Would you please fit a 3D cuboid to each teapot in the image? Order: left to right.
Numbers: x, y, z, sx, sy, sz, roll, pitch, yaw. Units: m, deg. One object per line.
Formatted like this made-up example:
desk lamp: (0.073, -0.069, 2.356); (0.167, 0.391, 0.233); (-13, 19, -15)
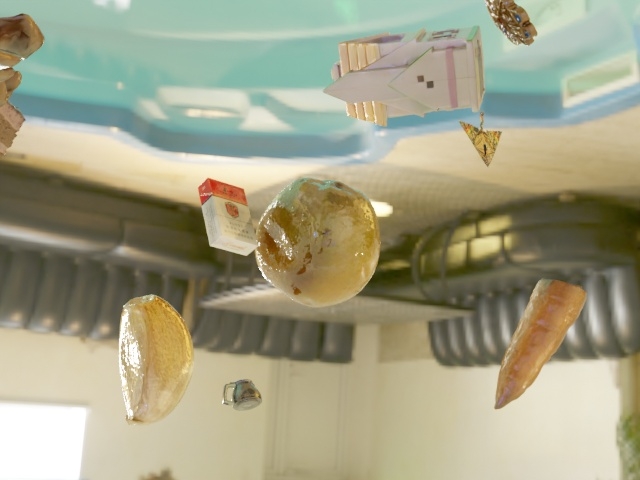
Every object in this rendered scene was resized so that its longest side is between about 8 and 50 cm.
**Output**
teapot: (-0.173, 0.333, 2.071); (0.088, 0.057, 0.066); (2, 144, -27)

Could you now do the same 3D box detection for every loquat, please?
loquat: (0.000, 0.000, 2.075); (0.276, 0.283, 0.276); (15, -159, -6)

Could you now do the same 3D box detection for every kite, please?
kite: (0.241, -0.152, 1.419); (0.004, 0.090, 0.122); (-16, 162, 40)

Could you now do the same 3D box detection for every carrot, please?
carrot: (0.289, 0.145, 1.308); (0.072, 0.205, 0.072); (30, 161, 12)

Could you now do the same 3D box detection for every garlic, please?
garlic: (-0.311, 0.225, 1.738); (0.146, 0.244, 0.164); (-10, 155, 12)

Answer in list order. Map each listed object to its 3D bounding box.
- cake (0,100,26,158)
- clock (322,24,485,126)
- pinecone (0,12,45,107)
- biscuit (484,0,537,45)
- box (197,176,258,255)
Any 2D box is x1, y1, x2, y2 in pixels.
cake: (-0.579, -0.212, 1.588); (0.113, 0.116, 0.295); (30, 173, 17)
clock: (0.164, -0.325, 1.902); (0.310, 0.166, 0.235); (-2, -161, 14)
pinecone: (-0.429, -0.219, 0.746); (0.385, 0.384, 0.384); (3, 169, 1)
biscuit: (0.361, -0.426, 1.844); (0.026, 0.124, 0.175); (-36, -159, 2)
box: (-0.192, -0.050, 1.985); (0.048, 0.152, 0.100); (-35, 144, 32)
